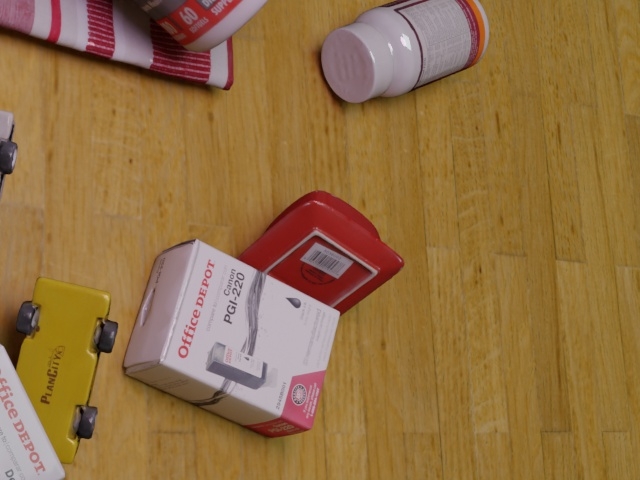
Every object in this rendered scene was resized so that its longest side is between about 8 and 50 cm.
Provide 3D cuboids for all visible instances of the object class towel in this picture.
[{"bbox_3d":[-0.242,-0.320,1.617,0.329,0.037,0.237,13,65,-35],"label":"towel"}]

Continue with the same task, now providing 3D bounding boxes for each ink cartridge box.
[{"bbox_3d":[-0.373,0.209,1.332,0.208,0.087,0.153,-27,95,-21],"label":"ink cartridge box"},{"bbox_3d":[-0.100,0.116,1.595,0.218,0.092,0.158,27,63,-27],"label":"ink cartridge box"}]

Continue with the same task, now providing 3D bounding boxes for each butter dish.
[{"bbox_3d":[0.000,0.000,1.684,0.160,0.160,0.118,34,37,-25],"label":"butter dish"}]

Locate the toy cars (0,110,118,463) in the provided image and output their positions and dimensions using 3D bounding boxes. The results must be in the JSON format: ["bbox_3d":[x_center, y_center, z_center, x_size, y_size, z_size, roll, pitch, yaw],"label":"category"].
[{"bbox_3d":[-0.324,0.041,1.443,0.176,0.087,0.394,-28,95,-2],"label":"toy cars"}]

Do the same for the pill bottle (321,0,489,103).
[{"bbox_3d":[0.113,-0.260,1.832,0.221,0.121,0.121,-25,94,-38],"label":"pill bottle"}]

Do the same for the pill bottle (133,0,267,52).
[{"bbox_3d":[-0.200,-0.398,1.518,0.363,0.210,0.210,42,57,-19],"label":"pill bottle"}]
